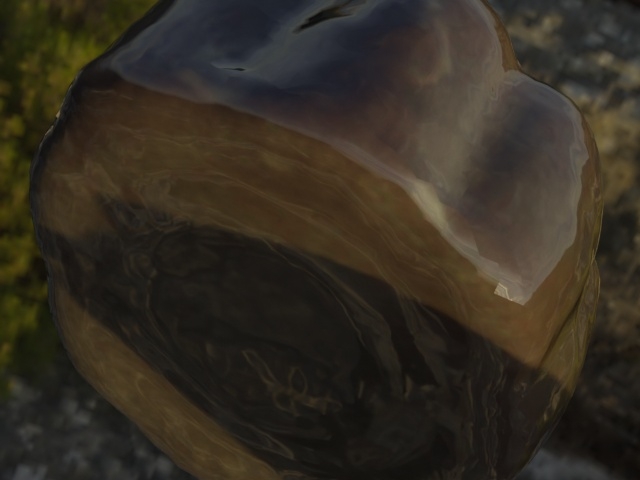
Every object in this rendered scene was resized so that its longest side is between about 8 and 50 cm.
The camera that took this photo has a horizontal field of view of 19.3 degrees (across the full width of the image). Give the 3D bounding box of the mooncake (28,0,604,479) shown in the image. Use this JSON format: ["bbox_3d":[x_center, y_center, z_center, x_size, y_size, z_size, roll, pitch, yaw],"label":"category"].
[{"bbox_3d":[0.000,0.000,0.918,0.306,0.306,0.154,28,49,7],"label":"mooncake"}]
